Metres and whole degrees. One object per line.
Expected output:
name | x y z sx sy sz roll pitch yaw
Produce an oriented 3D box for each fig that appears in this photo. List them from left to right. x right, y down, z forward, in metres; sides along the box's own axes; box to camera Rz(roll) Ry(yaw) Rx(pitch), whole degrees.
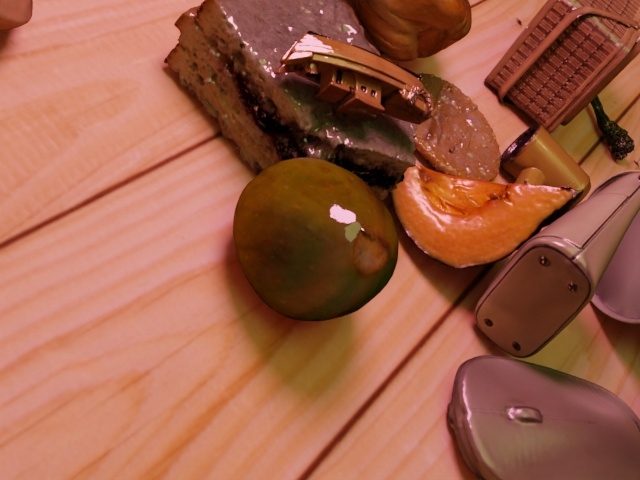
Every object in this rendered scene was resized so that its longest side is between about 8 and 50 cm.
fig | 0.000 0.000 0.888 0.181 0.191 0.181 -7 102 -35

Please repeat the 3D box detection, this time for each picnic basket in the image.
picnic basket | 0.462 -0.358 1.470 0.175 0.228 0.313 40 44 1

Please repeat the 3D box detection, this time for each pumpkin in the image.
pumpkin | 0.218 -0.019 1.124 0.253 0.130 0.149 11 80 13

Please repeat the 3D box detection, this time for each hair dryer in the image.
hair dryer | 0.323 -0.058 1.262 0.135 0.090 0.279 45 49 -6

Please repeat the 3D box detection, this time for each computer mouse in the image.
computer mouse | 0.305 0.244 1.015 0.330 0.095 0.197 18 46 -28

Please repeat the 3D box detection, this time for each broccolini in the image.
broccolini | 0.553 -0.265 1.618 0.054 0.051 0.239 -7 63 -32

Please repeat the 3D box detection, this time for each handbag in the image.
handbag | 0.355 0.019 1.110 0.109 0.241 0.315 46 47 14

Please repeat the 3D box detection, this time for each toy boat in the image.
toy boat | 0.043 -0.178 0.940 0.206 0.064 0.072 13 70 -29

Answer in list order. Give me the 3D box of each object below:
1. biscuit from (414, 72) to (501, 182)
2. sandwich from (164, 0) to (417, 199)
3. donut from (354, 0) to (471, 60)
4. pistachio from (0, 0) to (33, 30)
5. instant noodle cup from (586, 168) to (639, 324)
biscuit | 0.200 -0.178 1.276 0.219 0.033 0.220 21 48 -25
sandwich | -0.004 -0.190 1.047 0.325 0.131 0.262 51 41 1
donut | 0.098 -0.430 1.219 0.360 0.170 0.360 52 21 -29
pistachio | -0.371 -0.309 0.846 0.223 0.126 0.152 62 10 21
instant noodle cup | 0.556 0.010 1.259 0.221 0.311 0.311 1 59 -26
